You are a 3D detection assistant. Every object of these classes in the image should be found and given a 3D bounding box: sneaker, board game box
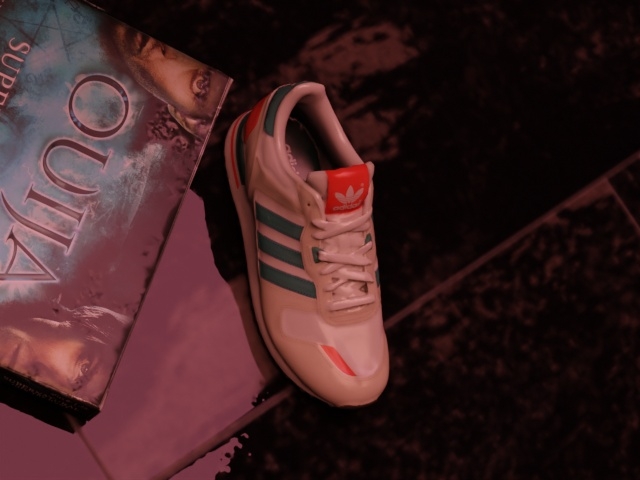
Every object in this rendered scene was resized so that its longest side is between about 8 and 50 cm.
[{"bbox_3d":[0.000,0.000,0.782,0.057,0.075,0.161,-10,76,-26],"label":"sneaker"},{"bbox_3d":[-0.128,-0.025,0.763,0.126,0.026,0.186,26,64,-13],"label":"board game box"}]
